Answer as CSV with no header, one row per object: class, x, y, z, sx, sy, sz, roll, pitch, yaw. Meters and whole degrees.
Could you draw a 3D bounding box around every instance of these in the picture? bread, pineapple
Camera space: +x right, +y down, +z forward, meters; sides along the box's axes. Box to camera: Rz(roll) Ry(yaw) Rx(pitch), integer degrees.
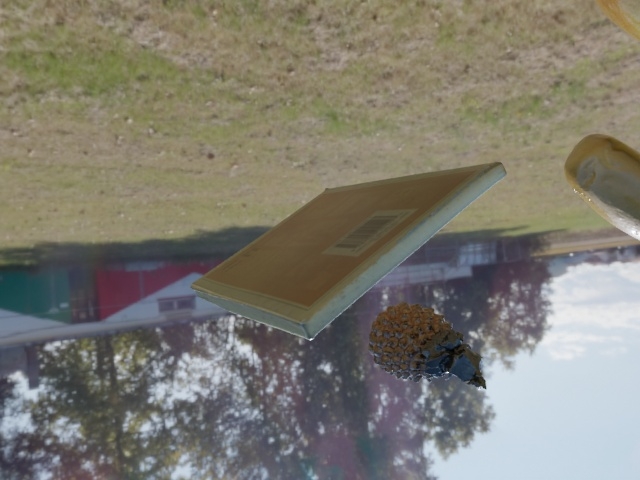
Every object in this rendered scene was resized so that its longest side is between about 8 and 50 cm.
bread,0.436,-0.059,0.749,0.147,0.217,0.098,-16,143,-59
pineapple,0.293,0.287,1.441,0.223,0.222,0.357,-4,-174,-26

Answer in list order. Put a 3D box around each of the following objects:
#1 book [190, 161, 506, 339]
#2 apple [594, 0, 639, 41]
book,0.000,0.001,0.419,0.170,0.018,0.242,-37,-164,-21
apple,0.529,-0.407,0.709,0.338,0.305,0.338,-39,-161,16
